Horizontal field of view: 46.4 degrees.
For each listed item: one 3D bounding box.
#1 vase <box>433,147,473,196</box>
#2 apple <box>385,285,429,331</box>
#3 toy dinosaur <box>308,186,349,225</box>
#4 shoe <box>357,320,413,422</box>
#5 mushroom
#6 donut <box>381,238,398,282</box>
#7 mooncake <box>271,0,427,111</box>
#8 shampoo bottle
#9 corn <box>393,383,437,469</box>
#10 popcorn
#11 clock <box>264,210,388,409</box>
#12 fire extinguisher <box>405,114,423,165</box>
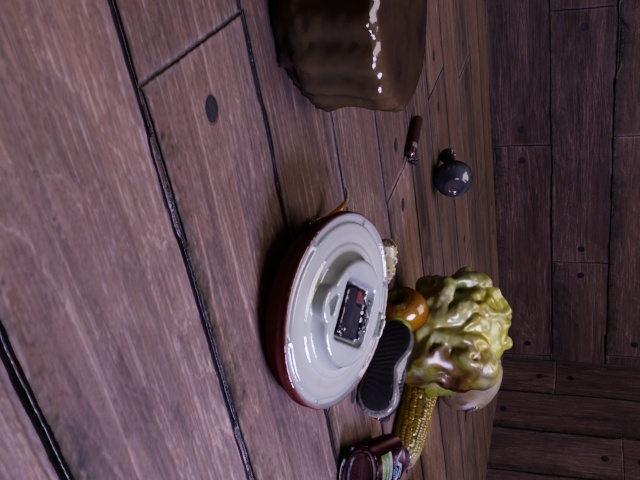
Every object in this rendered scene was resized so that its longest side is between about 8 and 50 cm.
[{"bbox_3d":[0.408,-0.217,2.323,0.183,0.120,0.120,-88,166,-50],"label":"vase"},{"bbox_3d":[0.192,0.158,1.696,0.102,0.114,0.099,56,38,-38],"label":"apple"},{"bbox_3d":[0.000,0.002,1.264,0.142,0.057,0.212,19,64,-57],"label":"toy dinosaur"},{"bbox_3d":[0.142,0.288,1.611,0.112,0.099,0.228,77,26,-51],"label":"shoe"},{"bbox_3d":[0.467,0.429,2.375,0.184,0.254,0.255,33,53,-27],"label":"mushroom"},{"bbox_3d":[0.116,0.052,1.553,0.166,0.065,0.108,-7,98,-70],"label":"donut"},{"bbox_3d":[0.053,-0.364,1.180,0.324,0.187,0.324,3,90,-70],"label":"mooncake"},{"bbox_3d":[0.121,0.474,1.563,0.323,0.084,0.129,29,66,-69],"label":"shampoo bottle"},{"bbox_3d":[0.243,0.431,1.903,0.320,0.096,0.097,-67,151,-44],"label":"corn"},{"bbox_3d":[0.315,0.217,1.829,0.312,0.312,0.312,1,90,-71],"label":"popcorn"},{"bbox_3d":[0.028,0.111,1.184,0.318,0.080,0.319,-25,121,-53],"label":"clock"},{"bbox_3d":[0.241,-0.254,1.957,0.049,0.035,0.173,-52,-162,51],"label":"fire extinguisher"}]
